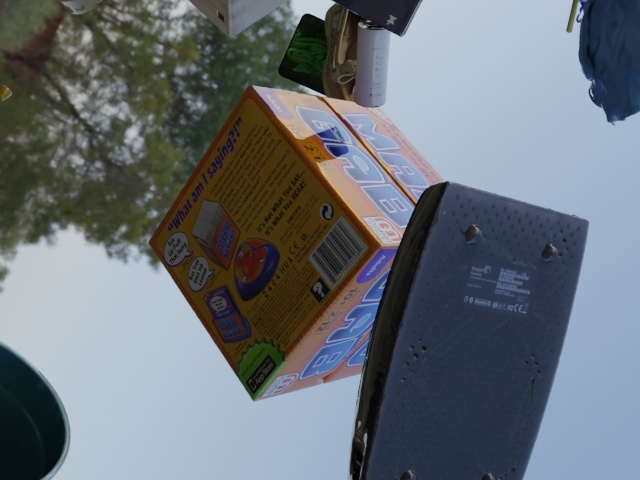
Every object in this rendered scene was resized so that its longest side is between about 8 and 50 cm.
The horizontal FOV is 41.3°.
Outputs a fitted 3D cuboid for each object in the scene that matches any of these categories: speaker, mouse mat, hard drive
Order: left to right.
[{"bbox_3d":[0.022,-0.381,1.798,0.007,0.189,0.153,130,-17,-81],"label":"mouse mat"},{"bbox_3d":[0.085,-0.291,1.398,0.055,0.055,0.136,-104,-167,-56],"label":"speaker"},{"bbox_3d":[0.111,0.090,0.662,0.054,0.171,0.255,20,-82,57],"label":"hard drive"}]

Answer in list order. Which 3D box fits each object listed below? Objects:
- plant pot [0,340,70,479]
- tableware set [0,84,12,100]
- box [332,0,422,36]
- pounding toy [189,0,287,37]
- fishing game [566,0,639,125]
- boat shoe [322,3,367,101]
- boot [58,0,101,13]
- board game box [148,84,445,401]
[{"bbox_3d":[-0.450,0.258,0.908,0.255,0.271,0.272,-55,-155,17],"label":"plant pot"},{"bbox_3d":[-0.579,-0.299,1.427,0.104,0.154,0.024,15,-122,42],"label":"tableware set"},{"bbox_3d":[0.047,-0.520,1.308,0.179,0.343,0.313,-62,-177,41],"label":"box"},{"bbox_3d":[-0.100,-0.234,0.559,0.181,0.206,0.094,-39,162,-21],"label":"pounding toy"},{"bbox_3d":[0.319,-0.214,0.885,0.264,0.041,0.189,-100,-172,-54],"label":"fishing game"},{"bbox_3d":[0.063,-0.372,1.718,0.089,0.104,0.286,-37,-123,58],"label":"boat shoe"},{"bbox_3d":[-0.255,-0.387,0.806,0.089,0.269,0.236,13,-114,35],"label":"boot"},{"bbox_3d":[0.000,0.000,1.459,0.356,0.356,0.357,52,-59,24],"label":"board game box"}]
